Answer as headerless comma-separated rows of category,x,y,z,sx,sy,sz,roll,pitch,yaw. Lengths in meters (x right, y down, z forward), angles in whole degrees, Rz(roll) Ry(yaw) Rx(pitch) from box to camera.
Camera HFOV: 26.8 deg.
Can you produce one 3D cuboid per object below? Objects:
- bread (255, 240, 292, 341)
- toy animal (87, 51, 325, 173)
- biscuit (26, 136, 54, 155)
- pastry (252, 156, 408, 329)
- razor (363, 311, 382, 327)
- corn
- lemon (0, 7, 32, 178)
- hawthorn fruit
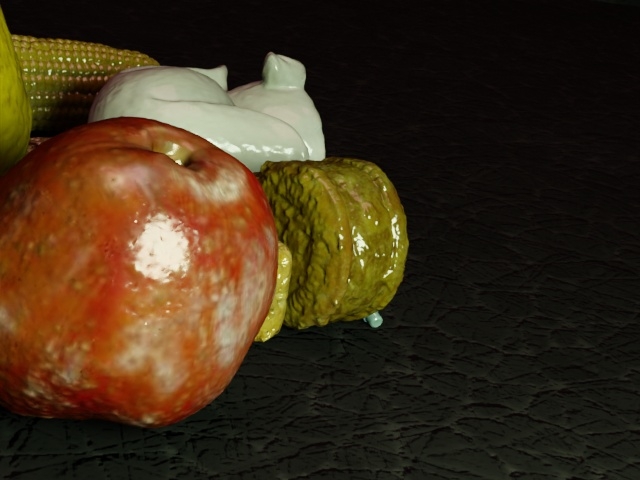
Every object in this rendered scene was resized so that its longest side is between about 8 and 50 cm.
bread,-0.112,0.018,1.391,0.083,0.114,0.211,-8,27,-32
toy animal,-0.149,-0.131,1.605,0.265,0.206,0.271,2,26,-28
biscuit,-0.325,-0.107,1.685,0.199,0.034,0.064,-5,28,-34
pastry,0.000,0.000,1.393,0.103,0.188,0.189,-4,27,-38
razor,0.031,0.048,1.469,0.040,0.068,0.135,-6,40,-30
corn,-0.355,-0.207,1.789,0.347,0.130,0.130,-3,26,-34
lemon,-0.459,-0.143,1.335,0.387,0.350,0.350,33,2,-45
hawthorn fruit,-0.173,0.029,1.160,0.284,0.284,0.284,9,23,-4
